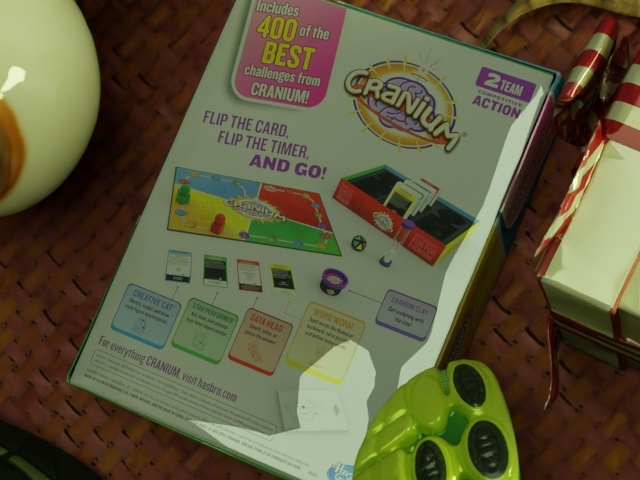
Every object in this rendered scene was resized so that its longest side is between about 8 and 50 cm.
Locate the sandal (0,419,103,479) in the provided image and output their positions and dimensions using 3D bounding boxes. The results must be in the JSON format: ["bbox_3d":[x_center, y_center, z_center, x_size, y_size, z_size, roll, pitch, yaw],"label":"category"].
[{"bbox_3d":[-0.245,0.180,1.090,0.303,0.120,0.086,31,115,21],"label":"sandal"}]

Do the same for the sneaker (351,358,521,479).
[{"bbox_3d":[0.088,0.222,0.963,0.109,0.123,0.295,-9,77,16],"label":"sneaker"}]

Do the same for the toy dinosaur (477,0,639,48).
[{"bbox_3d":[0.205,-0.175,1.060,0.211,0.064,0.112,6,80,17],"label":"toy dinosaur"}]

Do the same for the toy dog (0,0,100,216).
[{"bbox_3d":[-0.223,-0.218,1.069,0.395,0.284,0.408,15,98,-7],"label":"toy dog"}]

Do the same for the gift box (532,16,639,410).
[{"bbox_3d":[0.253,-0.003,0.907,0.258,0.255,0.276,26,79,17],"label":"gift box"}]

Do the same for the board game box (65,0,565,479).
[{"bbox_3d":[0.000,0.000,1.074,0.242,0.064,0.316,22,84,19],"label":"board game box"}]
